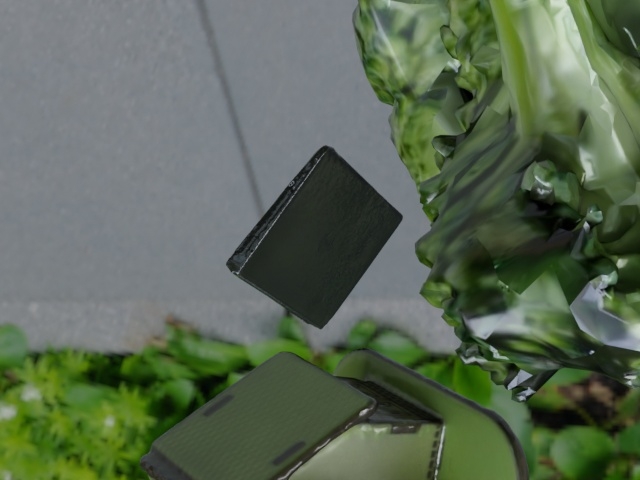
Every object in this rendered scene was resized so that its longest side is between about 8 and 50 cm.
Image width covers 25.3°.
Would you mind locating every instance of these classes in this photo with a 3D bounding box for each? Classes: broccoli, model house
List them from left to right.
[{"bbox_3d":[-0.047,0.185,0.885,0.278,0.205,0.218,1,-169,-31],"label":"model house"},{"bbox_3d":[0.160,-0.082,0.698,0.277,0.339,0.317,-20,156,8],"label":"broccoli"}]

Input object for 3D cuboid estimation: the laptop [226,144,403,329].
[{"bbox_3d":[0.000,0.000,1.246,0.016,0.135,0.197,37,178,28],"label":"laptop"}]
